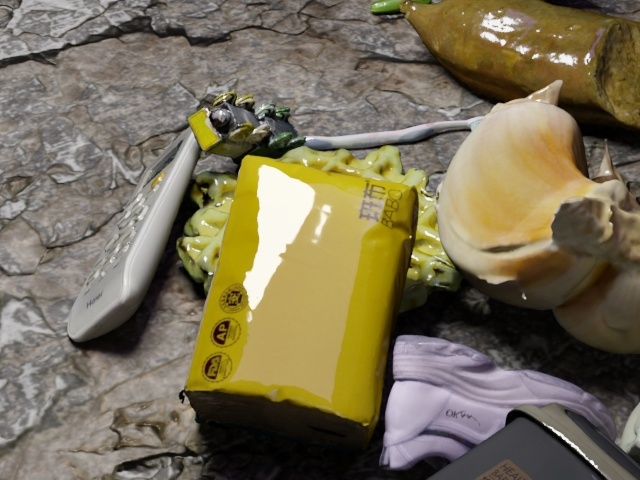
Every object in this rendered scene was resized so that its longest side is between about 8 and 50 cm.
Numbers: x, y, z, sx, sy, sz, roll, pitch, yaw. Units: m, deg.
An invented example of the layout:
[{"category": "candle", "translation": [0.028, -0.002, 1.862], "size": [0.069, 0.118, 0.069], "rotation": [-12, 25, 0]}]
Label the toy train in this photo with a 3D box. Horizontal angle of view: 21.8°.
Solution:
[{"category": "toy train", "translation": [-0.087, -0.125, 1.922], "size": [0.060, 0.081, 0.202], "rotation": [63, 19, 13]}]

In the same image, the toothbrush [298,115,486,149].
[{"category": "toothbrush", "translation": [0.100, -0.131, 2.053], "size": [0.269, 0.021, 0.027], "rotation": [-6, 35, -10]}]

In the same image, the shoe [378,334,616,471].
[{"category": "shoe", "translation": [0.170, 0.188, 1.621], "size": [0.245, 0.137, 0.095], "rotation": [21, -7, -14]}]

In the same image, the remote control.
[{"category": "remote control", "translation": [-0.192, -0.009, 1.843], "size": [0.055, 0.109, 0.313], "rotation": [39, 38, -16]}]

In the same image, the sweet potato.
[{"category": "sweet potato", "translation": [0.272, -0.236, 2.102], "size": [0.370, 0.157, 0.158], "rotation": [18, 42, 27]}]

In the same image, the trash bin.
[{"category": "trash bin", "translation": [0.177, 0.278, 1.456], "size": [0.290, 0.182, 0.209], "rotation": [-27, 49, -24]}]

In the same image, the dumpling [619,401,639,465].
[{"category": "dumpling", "translation": [0.358, 0.210, 1.579], "size": [0.151, 0.124, 0.229], "rotation": [33, 14, 15]}]

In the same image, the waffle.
[{"category": "waffle", "translation": [0.000, 0.000, 1.853], "size": [0.317, 0.073, 0.297], "rotation": [-11, 43, -14]}]

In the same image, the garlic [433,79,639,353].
[{"category": "garlic", "translation": [0.269, -0.017, 1.754], "size": [0.286, 0.249, 0.313], "rotation": [2, 19, -13]}]

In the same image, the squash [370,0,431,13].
[{"category": "squash", "translation": [0.111, -0.325, 2.283], "size": [0.089, 0.027, 0.027], "rotation": [-14, 43, -17]}]

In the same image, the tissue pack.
[{"category": "tissue pack", "translation": [-0.015, 0.062, 1.662], "size": [0.192, 0.134, 0.270], "rotation": [9, 65, 6]}]
